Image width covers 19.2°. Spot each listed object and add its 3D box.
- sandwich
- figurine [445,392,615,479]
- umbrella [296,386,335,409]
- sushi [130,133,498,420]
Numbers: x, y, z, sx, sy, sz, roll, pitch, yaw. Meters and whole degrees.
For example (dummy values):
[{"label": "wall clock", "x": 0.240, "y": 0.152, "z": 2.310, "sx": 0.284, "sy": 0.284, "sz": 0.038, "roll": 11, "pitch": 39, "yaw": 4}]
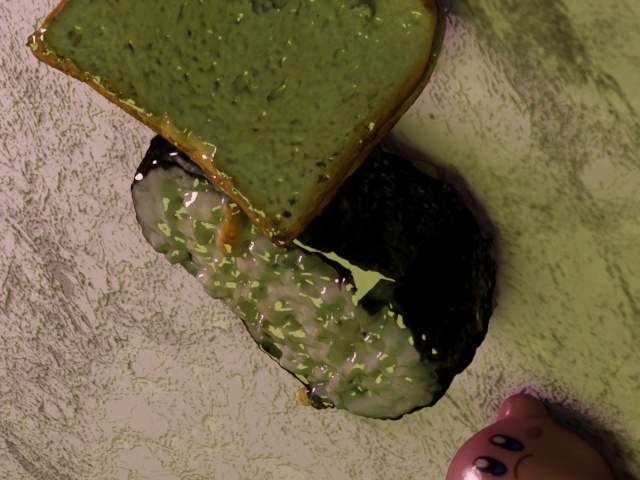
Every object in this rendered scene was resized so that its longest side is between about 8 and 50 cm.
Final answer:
[{"label": "sandwich", "x": -0.054, "y": -0.167, "z": 1.524, "sx": 0.273, "sy": 0.249, "sz": 0.095, "roll": 38, "pitch": 180, "yaw": 2}, {"label": "figurine", "x": 0.195, "y": 0.248, "z": 1.773, "sx": 0.173, "sy": 0.173, "sz": 0.173, "roll": 22, "pitch": 138, "yaw": 21}, {"label": "umbrella", "x": 0.024, "y": 0.145, "z": 1.910, "sx": 0.037, "sy": 0.040, "sz": 0.144, "roll": 41, "pitch": 143, "yaw": -17}, {"label": "sushi", "x": 0.000, "y": 0.000, "z": 1.684, "sx": 0.350, "sy": 0.171, "sz": 0.211, "roll": 38, "pitch": 143, "yaw": 1}]
